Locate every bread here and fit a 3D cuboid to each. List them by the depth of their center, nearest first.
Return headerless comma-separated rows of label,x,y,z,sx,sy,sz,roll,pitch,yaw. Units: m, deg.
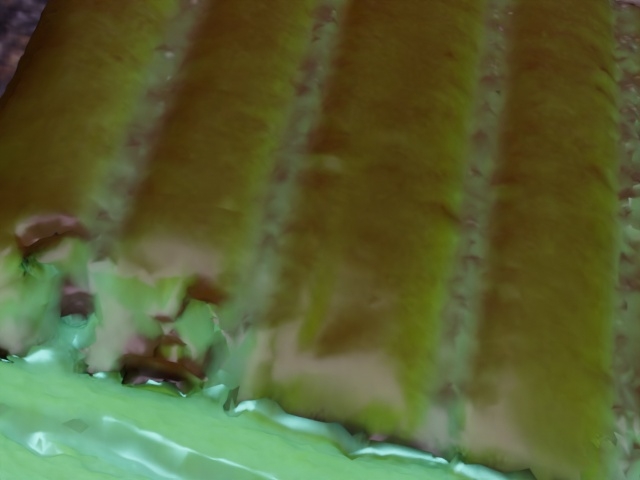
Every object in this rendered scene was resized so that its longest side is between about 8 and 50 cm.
bread,0.000,0.000,0.454,0.239,0.111,0.246,15,47,-4
